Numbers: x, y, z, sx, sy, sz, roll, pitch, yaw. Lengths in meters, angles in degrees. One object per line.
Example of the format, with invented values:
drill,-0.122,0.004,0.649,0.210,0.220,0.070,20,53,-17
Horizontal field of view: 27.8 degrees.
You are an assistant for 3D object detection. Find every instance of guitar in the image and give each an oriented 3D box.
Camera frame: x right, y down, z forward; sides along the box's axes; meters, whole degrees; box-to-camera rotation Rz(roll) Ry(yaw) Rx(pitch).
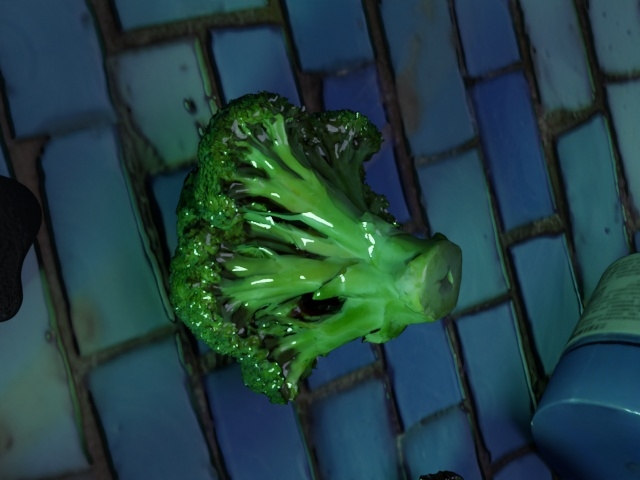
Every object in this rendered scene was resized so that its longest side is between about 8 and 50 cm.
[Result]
guitar,-0.274,0.082,1.013,0.084,0.038,0.271,11,80,-37

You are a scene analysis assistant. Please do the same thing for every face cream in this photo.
face cream,0.385,0.161,1.415,0.249,0.249,0.225,46,60,-28

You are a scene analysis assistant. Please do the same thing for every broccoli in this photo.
broccoli,0.000,0.000,1.098,0.269,0.269,0.254,45,66,-29

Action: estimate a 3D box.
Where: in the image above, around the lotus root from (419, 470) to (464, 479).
lotus root,0.151,0.346,1.292,0.145,0.128,0.260,-25,102,-28
